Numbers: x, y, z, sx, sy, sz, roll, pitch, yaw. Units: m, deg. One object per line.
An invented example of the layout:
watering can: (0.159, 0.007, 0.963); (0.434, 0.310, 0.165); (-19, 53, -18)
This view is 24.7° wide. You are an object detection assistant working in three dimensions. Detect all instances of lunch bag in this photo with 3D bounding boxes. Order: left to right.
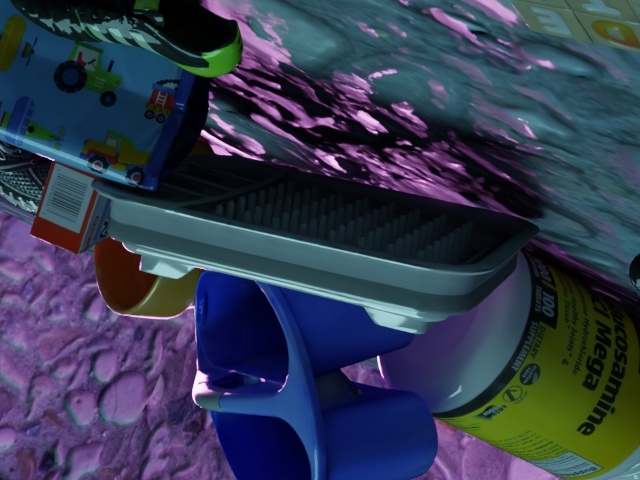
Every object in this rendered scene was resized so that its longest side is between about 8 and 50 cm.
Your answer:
lunch bag: (-0.210, -0.139, 1.254); (0.221, 0.138, 0.293); (21, -179, -2)

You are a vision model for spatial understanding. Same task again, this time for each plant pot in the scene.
plant pot: (-0.120, -0.009, 1.595); (0.188, 0.205, 0.205); (10, 180, -32)

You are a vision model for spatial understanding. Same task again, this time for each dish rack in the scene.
dish rack: (0.000, 0.000, 1.225); (0.333, 0.072, 0.285); (12, -168, 17)

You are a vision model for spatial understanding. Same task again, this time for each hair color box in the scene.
hair color box: (-0.197, -0.054, 1.335); (0.053, 0.093, 0.167); (23, -162, 6)

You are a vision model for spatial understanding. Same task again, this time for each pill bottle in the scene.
pill bottle: (0.234, 0.133, 1.476); (0.334, 0.188, 0.188); (28, 171, -33)

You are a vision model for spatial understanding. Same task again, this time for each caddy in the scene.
caddy: (-0.032, 0.133, 1.398); (0.179, 0.241, 0.341); (-13, -177, -20)

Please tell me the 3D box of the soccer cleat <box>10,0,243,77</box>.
soccer cleat: (-0.140, -0.170, 1.067); (0.179, 0.060, 0.072); (18, 163, -4)

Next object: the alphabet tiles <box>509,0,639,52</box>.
alphabet tiles: (0.138, -0.131, 0.693); (0.237, 0.009, 0.198); (18, 170, 32)

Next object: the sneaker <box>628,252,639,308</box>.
sneaker: (0.284, 0.044, 1.136); (0.097, 0.084, 0.234); (23, 172, 14)

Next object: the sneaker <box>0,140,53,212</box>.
sneaker: (-0.356, -0.130, 1.580); (0.299, 0.121, 0.112); (31, 167, 6)
